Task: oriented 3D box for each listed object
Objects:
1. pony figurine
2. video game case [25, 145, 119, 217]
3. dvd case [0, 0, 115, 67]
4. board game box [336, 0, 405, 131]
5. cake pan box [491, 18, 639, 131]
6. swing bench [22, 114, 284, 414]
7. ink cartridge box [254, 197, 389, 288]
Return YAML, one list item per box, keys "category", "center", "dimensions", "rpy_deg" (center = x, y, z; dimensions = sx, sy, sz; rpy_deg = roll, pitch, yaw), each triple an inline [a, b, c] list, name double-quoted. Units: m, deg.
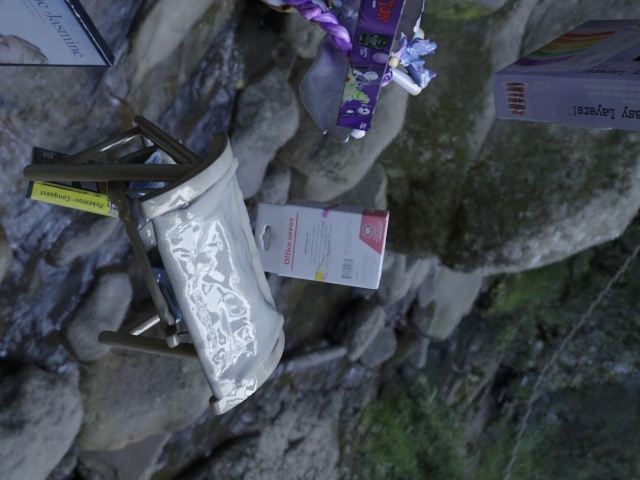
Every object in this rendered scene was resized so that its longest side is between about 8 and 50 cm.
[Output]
- category: "pony figurine"
  center: [0.065, -0.375, 1.416]
  dimensions: [0.364, 0.351, 0.302]
  rpy_deg: [4, 126, -52]
- category: "video game case"
  center: [-0.364, -0.090, 1.297]
  dimensions: [0.275, 0.249, 0.035]
  rpy_deg: [-138, -117, -64]
- category: "dvd case"
  center: [-0.434, -0.309, 1.064]
  dimensions: [0.180, 0.253, 0.022]
  rpy_deg: [66, 33, -56]
- category: "board game box"
  center: [0.073, -0.286, 0.812]
  dimensions: [0.347, 0.056, 0.208]
  rpy_deg: [102, -3, -71]
- category: "cake pan box"
  center: [0.391, -0.210, 0.947]
  dimensions: [0.246, 0.267, 0.070]
  rpy_deg: [-33, 122, -31]
- category: "swing bench"
  center: [-0.160, 0.015, 0.857]
  dimensions: [0.165, 0.255, 0.253]
  rpy_deg: [-35, 125, -35]
- category: "ink cartridge box"
  center: [0.000, 0.000, 1.186]
  dimensions: [0.067, 0.198, 0.115]
  rpy_deg: [-58, 156, -75]
